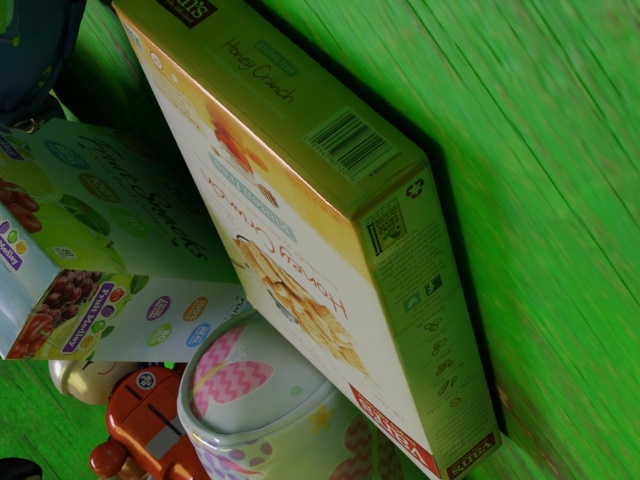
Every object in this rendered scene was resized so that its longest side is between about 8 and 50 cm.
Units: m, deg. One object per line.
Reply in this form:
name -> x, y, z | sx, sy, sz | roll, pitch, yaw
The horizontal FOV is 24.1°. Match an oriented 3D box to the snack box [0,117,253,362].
snack box -> -0.144, -0.005, 0.898 | 0.174, 0.070, 0.207 | 44, -161, 29

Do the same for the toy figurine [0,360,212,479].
toy figurine -> -0.111, 0.140, 1.020 | 0.148, 0.209, 0.213 | 39, 118, 18

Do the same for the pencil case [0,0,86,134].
pencil case -> -0.267, -0.166, 0.862 | 0.306, 0.119, 0.133 | 24, -168, 27

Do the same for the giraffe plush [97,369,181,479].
giraffe plush -> -0.052, 0.213, 1.181 | 0.170, 0.210, 0.181 | 15, 155, 32

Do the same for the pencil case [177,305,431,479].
pencil case -> 0.021, 0.158, 0.899 | 0.113, 0.124, 0.273 | 1, 135, 37

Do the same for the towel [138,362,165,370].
towel -> -0.210, 0.035, 1.287 | 0.227, 0.076, 0.308 | 63, 174, 1

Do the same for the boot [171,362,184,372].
boot -> -0.120, 0.130, 1.350 | 0.059, 0.085, 0.158 | 52, 168, -6

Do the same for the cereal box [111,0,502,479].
cereal box -> 0.000, 0.000, 0.695 | 0.173, 0.047, 0.240 | 42, 163, 35

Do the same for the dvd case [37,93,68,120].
dvd case -> -0.226, -0.076, 1.065 | 0.164, 0.018, 0.221 | 33, -162, -41
